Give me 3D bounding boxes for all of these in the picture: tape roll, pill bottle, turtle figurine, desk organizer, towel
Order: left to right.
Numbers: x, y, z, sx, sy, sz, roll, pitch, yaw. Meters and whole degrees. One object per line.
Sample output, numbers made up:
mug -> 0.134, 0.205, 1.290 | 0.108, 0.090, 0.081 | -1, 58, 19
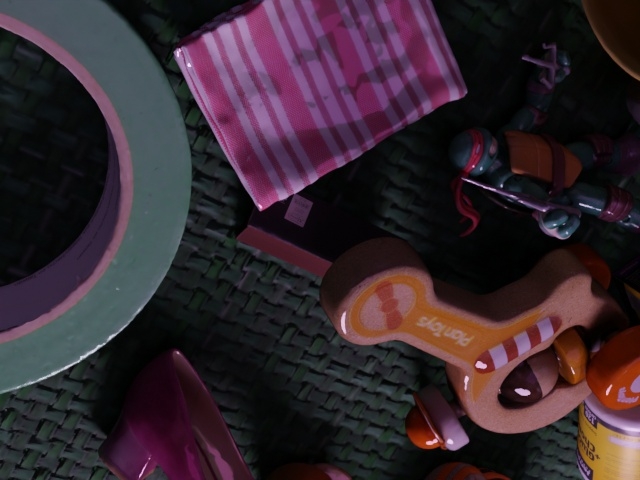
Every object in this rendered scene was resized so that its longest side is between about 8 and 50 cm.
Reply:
tape roll -> -0.251, -0.046, 0.574 | 0.321, 0.077, 0.322 | -9, 117, -18
desk organizer -> 0.000, 0.000, 0.706 | 0.130, 0.050, 0.047 | 25, 70, -13
towel -> 0.006, -0.128, 0.644 | 0.197, 0.029, 0.144 | -30, 109, -6
turtle figurine -> 0.193, -0.070, 0.716 | 0.234, 0.118, 0.175 | 9, 69, -26
pill bottle -> 0.319, 0.204, 0.886 | 0.103, 0.103, 0.184 | -21, 130, -11

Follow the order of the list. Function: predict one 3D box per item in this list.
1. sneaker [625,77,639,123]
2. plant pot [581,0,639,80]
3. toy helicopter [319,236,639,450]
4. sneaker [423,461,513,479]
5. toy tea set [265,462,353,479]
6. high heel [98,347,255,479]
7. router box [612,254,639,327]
sneaker -> 0.401, -0.085, 0.728 | 0.281, 0.106, 0.163 | -9, 120, 0
plant pot -> 0.357, -0.238, 0.618 | 0.238, 0.254, 0.254 | -7, 116, -21
toy helicopter -> 0.123, 0.092, 0.726 | 0.355, 0.140, 0.235 | 25, 116, -41
sneaker -> 0.134, 0.394, 0.899 | 0.180, 0.124, 0.321 | 28, 101, -28
toy tea set -> -0.046, 0.368, 0.848 | 0.200, 0.124, 0.336 | 34, 104, 0
high heel -> -0.064, 0.198, 0.712 | 0.244, 0.082, 0.117 | 37, 109, 9
router box -> 0.372, 0.112, 0.854 | 0.046, 0.133, 0.179 | -35, 121, -4
